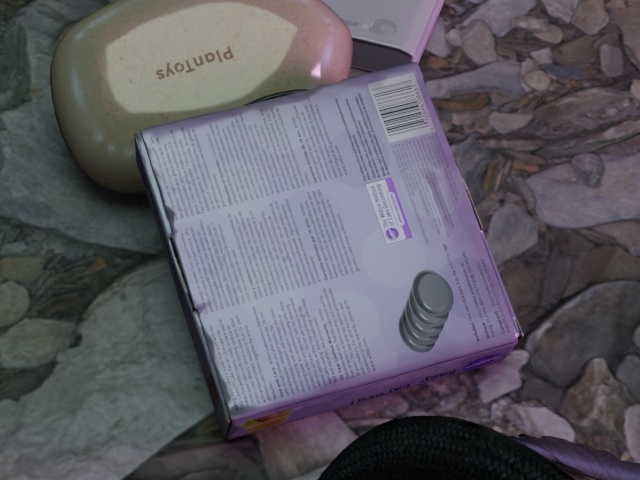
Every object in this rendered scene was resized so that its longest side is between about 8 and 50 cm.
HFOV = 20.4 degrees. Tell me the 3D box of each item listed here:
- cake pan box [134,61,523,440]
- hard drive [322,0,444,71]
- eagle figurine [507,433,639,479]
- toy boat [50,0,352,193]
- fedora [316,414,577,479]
[{"bbox_3d":[0.000,0.000,1.422,0.245,0.070,0.267,-16,73,-15],"label":"cake pan box"},{"bbox_3d":[0.037,-0.295,1.734,0.203,0.040,0.307,14,51,11],"label":"hard drive"},{"bbox_3d":[0.263,0.214,1.253,0.298,0.225,0.226,-18,2,22],"label":"eagle figurine"},{"bbox_3d":[-0.116,-0.197,1.575,0.267,0.148,0.318,-13,77,-8],"label":"toy boat"},{"bbox_3d":[0.131,0.257,1.088,0.152,0.334,0.334,-8,43,-48],"label":"fedora"}]
